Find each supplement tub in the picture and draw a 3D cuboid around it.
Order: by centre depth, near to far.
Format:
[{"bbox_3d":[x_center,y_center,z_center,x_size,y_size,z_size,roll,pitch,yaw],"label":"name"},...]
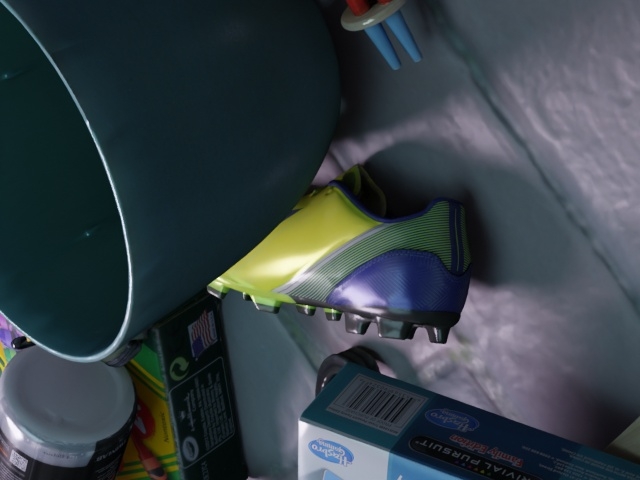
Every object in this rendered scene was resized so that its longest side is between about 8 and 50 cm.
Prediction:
[{"bbox_3d":[-0.228,0.181,1.477,0.117,0.117,0.190,42,137,18],"label":"supplement tub"}]

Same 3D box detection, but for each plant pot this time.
[{"bbox_3d":[-0.128,-0.095,1.219,0.293,0.235,0.293,34,138,37],"label":"plant pot"}]

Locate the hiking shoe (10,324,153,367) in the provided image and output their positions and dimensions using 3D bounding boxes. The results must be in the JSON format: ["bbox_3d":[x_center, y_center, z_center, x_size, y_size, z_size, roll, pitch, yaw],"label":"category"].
[{"bbox_3d":[-0.180,-0.017,1.375,0.086,0.114,0.227,-2,80,60],"label":"hiking shoe"}]

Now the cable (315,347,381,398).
[{"bbox_3d":[0.025,0.211,1.439,0.139,0.072,0.287,26,121,54],"label":"cable"}]

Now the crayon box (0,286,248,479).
[{"bbox_3d":[-0.218,0.107,1.574,0.318,0.081,0.202,17,126,39],"label":"crayon box"}]

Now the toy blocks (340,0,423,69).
[{"bbox_3d":[0.010,-0.186,1.161,0.148,0.054,0.123,57,170,-25],"label":"toy blocks"}]

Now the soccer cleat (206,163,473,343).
[{"bbox_3d":[0.001,0.000,1.300,0.289,0.093,0.121,11,91,46],"label":"soccer cleat"}]

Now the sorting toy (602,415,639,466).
[{"bbox_3d":[0.264,0.156,1.145,0.132,0.046,0.274,47,139,12],"label":"sorting toy"}]

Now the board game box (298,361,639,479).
[{"bbox_3d":[0.109,0.277,1.248,0.254,0.079,0.336,18,127,24],"label":"board game box"}]
